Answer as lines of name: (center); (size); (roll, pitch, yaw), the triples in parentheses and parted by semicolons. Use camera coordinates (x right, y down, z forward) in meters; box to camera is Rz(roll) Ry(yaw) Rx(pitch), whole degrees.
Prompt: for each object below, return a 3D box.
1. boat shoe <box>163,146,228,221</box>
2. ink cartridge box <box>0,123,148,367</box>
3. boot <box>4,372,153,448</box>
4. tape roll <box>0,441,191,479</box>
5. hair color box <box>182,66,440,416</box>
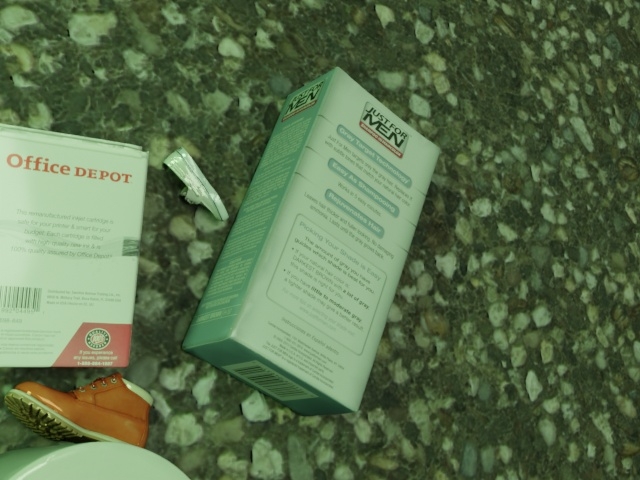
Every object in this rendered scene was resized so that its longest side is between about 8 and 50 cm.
boat shoe: (-0.146, -0.059, 1.031); (0.035, 0.035, 0.100); (-37, 106, -10)
ink cartridge box: (-0.263, 0.007, 0.857); (0.158, 0.092, 0.218); (7, 89, -36)
boot: (-0.237, 0.163, 0.889); (0.158, 0.059, 0.085); (35, 56, -35)
tape roll: (-0.227, 0.304, 0.783); (0.246, 0.169, 0.246); (11, 71, -35)
hair color box: (0.000, 0.000, 1.071); (0.185, 0.113, 0.375); (34, 60, -26)
